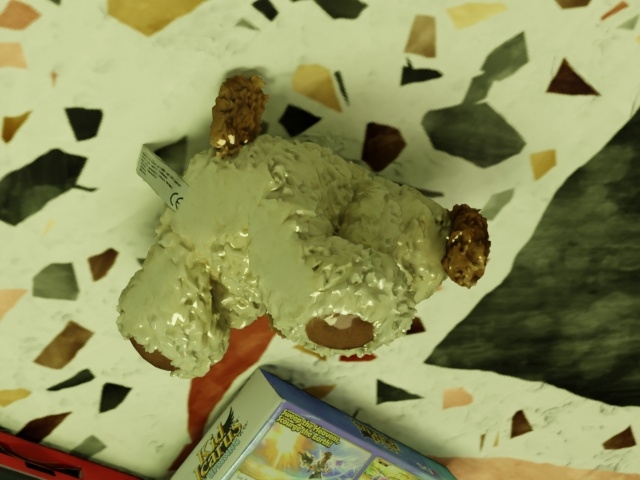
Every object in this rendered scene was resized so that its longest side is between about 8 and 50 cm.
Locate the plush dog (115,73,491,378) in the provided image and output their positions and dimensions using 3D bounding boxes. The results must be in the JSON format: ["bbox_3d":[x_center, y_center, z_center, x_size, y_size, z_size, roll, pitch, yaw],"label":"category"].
[{"bbox_3d":[0.000,0.000,1.372,0.262,0.210,0.225,-11,162,40],"label":"plush dog"}]

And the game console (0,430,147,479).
[{"bbox_3d":[-0.310,0.308,1.673,0.386,0.060,0.342,26,124,-35],"label":"game console"}]

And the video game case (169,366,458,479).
[{"bbox_3d":[-0.028,0.269,1.650,0.269,0.061,0.244,32,101,-39],"label":"video game case"}]
